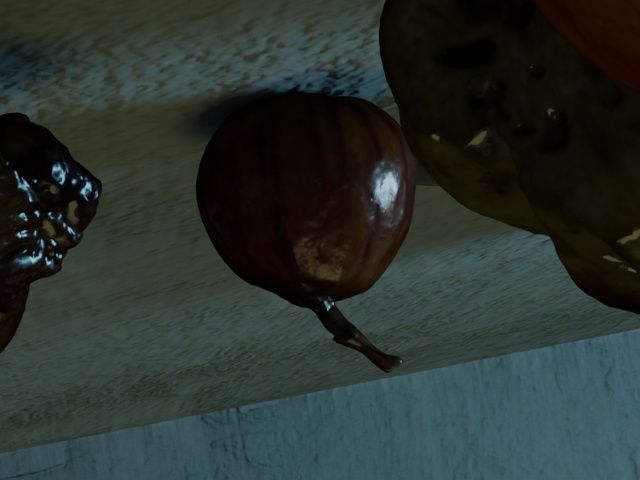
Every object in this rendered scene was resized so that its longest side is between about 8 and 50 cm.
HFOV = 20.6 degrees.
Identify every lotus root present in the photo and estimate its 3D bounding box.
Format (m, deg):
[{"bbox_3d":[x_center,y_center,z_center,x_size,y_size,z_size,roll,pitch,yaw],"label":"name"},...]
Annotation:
[{"bbox_3d":[0.139,-0.055,0.729,0.193,0.193,0.291,-18,165,31],"label":"lotus root"}]

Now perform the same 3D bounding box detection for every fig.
[{"bbox_3d":[-0.004,-0.013,0.967,0.128,0.150,0.128,-8,-153,4],"label":"fig"}]

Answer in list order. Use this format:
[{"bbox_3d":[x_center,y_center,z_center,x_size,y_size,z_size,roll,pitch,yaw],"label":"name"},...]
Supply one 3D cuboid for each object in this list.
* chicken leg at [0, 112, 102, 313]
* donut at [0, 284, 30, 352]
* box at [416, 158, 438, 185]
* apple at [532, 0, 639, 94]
[{"bbox_3d":[-0.239,-0.013,0.716,0.322,0.083,0.177,-8,138,-24],"label":"chicken leg"},{"bbox_3d":[-0.214,0.018,0.925,0.151,0.112,0.295,-12,172,14],"label":"donut"},{"bbox_3d":[0.181,-0.056,1.098,0.235,0.034,0.132,-5,-175,-30],"label":"box"},{"bbox_3d":[0.140,-0.113,0.442,0.209,0.164,0.209,-12,172,-2],"label":"apple"}]
